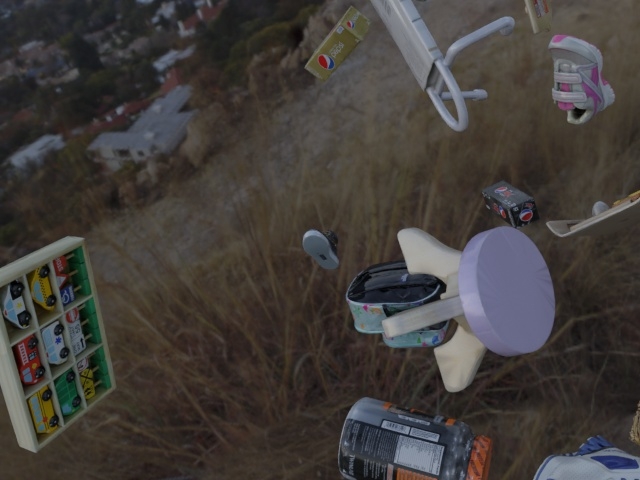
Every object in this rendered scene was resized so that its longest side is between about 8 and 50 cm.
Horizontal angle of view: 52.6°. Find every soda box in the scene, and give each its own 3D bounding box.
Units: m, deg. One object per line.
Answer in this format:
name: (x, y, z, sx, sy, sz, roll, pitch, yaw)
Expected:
soda box: (0.419, -0.082, 1.436, 0.060, 0.053, 0.169, -23, 20, 0)
soda box: (0.035, -0.420, 1.399, 0.181, 0.058, 0.061, -32, 27, 59)

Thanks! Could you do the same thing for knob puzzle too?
knob puzzle: (0.425, -0.513, 1.307, 0.030, 0.213, 0.213, -12, 34, 36)

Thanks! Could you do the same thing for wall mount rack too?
wall mount rack: (0.164, -0.321, 0.949, 0.130, 0.350, 0.304, -27, -8, 0)

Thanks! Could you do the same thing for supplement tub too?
supplement tub: (0.230, 0.516, 1.563, 0.337, 0.207, 0.207, 10, 44, 22)

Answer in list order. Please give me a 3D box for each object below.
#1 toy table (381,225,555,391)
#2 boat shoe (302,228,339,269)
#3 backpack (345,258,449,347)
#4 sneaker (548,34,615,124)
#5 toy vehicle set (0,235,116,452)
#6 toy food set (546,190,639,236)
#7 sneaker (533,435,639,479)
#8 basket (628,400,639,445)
toy table: (0.214, 0.083, 0.933, 0.160, 0.274, 0.252, -21, 73, 37)
boat shoe: (0.000, 0.000, 1.656, 0.065, 0.183, 0.083, -8, 60, 15)
backpack: (0.198, 0.144, 1.574, 0.253, 0.191, 0.225, -4, 26, 24)
sneaker: (0.583, -0.358, 1.476, 0.111, 0.252, 0.103, -52, 35, -8)
toy vehicle set: (-0.385, 0.145, 0.930, 0.035, 0.267, 0.166, 9, 27, 24)
toy food set: (0.788, -0.095, 1.713, 0.219, 0.306, 0.093, -2, 69, -34)
sneaker: (0.538, 0.463, 1.199, 0.315, 0.128, 0.182, -11, 8, -40)
basket: (1.036, 0.515, 1.730, 0.299, 0.223, 0.213, 37, 63, -3)
